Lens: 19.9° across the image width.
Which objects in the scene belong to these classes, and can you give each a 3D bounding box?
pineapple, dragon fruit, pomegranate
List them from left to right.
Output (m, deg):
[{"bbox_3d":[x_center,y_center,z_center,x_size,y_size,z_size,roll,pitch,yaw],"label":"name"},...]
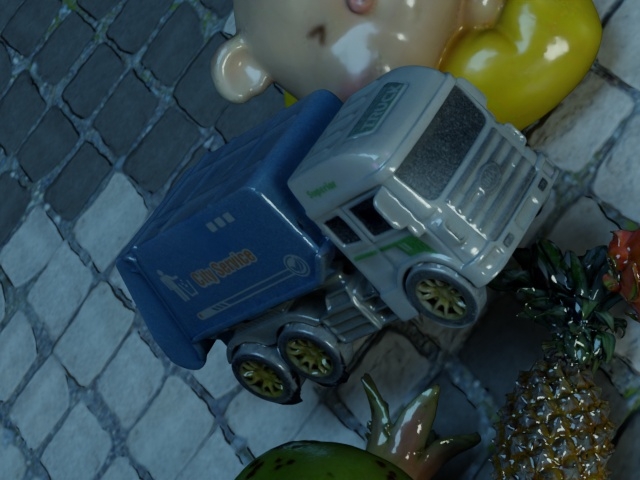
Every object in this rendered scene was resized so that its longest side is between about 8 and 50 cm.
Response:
[{"bbox_3d":[0.024,0.202,1.285,0.181,0.181,0.224,7,49,46],"label":"pomegranate"},{"bbox_3d":[0.159,0.102,1.262,0.103,0.083,0.221,-13,57,39],"label":"pineapple"},{"bbox_3d":[0.250,0.025,1.222,0.116,0.086,0.081,10,33,34],"label":"dragon fruit"}]

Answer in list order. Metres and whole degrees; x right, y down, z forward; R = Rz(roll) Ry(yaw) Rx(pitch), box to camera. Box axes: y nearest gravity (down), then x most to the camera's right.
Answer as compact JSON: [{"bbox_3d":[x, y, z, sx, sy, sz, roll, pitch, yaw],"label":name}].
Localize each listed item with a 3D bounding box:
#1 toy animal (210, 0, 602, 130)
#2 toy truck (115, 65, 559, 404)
[{"bbox_3d":[0.074,-0.222,1.410,0.277,0.247,0.345,29,89,47],"label":"toy animal"},{"bbox_3d":[0.000,0.000,1.356,0.367,0.175,0.146,-26,24,48],"label":"toy truck"}]
